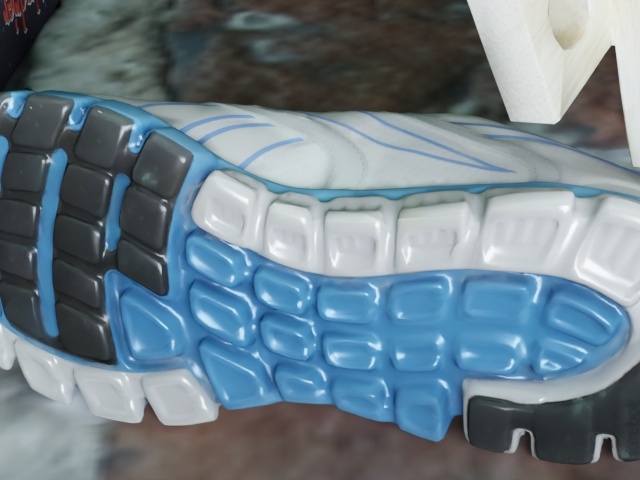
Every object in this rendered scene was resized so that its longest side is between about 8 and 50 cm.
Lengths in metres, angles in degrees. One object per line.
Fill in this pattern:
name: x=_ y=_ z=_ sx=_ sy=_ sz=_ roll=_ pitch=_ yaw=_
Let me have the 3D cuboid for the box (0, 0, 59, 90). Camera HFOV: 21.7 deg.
box: x=-0.185 y=-0.077 z=0.583 sx=0.159 sy=0.044 sz=0.233 roll=-3 pitch=26 yaw=6

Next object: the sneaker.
sneaker: x=0.000 y=0.000 z=0.379 sx=0.190 sy=0.071 sz=0.083 roll=11 pitch=23 yaw=14

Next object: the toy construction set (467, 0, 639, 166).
toy construction set: x=0.200 y=-0.058 z=0.318 sx=0.327 sy=0.151 sz=0.215 roll=14 pitch=68 yaw=25
